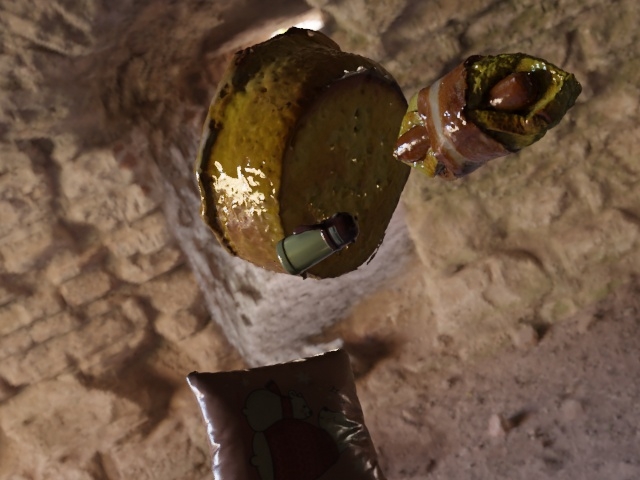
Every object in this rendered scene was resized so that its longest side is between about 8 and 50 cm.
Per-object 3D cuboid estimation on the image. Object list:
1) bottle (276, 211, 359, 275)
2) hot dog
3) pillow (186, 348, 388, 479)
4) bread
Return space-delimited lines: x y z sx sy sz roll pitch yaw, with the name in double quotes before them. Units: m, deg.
"bottle" 0.001 0.000 1.001 0.101 0.047 0.063 -29 -10 19
"hot dog" 0.172 -0.142 0.998 0.093 0.123 0.261 -3 -20 -46
"pillow" -0.039 0.251 1.057 0.223 0.236 0.084 -5 -31 -18
"bread" -0.021 -0.135 1.353 0.215 0.398 0.398 21 38 37
